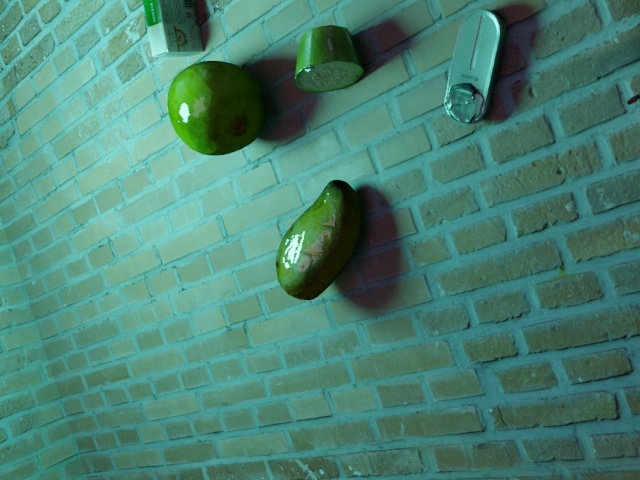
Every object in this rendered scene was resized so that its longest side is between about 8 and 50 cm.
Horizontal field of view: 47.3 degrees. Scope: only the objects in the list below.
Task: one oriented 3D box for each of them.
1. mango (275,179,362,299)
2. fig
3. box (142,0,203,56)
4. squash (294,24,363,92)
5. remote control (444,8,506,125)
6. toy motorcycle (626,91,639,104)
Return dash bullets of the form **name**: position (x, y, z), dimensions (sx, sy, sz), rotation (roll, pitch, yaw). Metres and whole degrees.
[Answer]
- **mango**: position (0.005, 0.006, 1.899), dimensions (0.176, 0.175, 0.329), rotation (37, 106, -9)
- **fig**: position (-0.296, -0.371, 1.996), dimensions (0.326, 0.258, 0.258), rotation (37, 125, 50)
- **box**: position (-0.426, -0.631, 2.103), dimensions (0.081, 0.135, 0.199), rotation (-5, 97, 42)
- **squash**: position (0.016, -0.441, 1.767), dimensions (0.170, 0.170, 0.123), rotation (-12, 82, 42)
- **remote control**: position (0.335, -0.372, 1.580), dimensions (0.104, 0.052, 0.247), rotation (26, 117, 34)
- **toy motorcycle**: position (0.660, -0.235, 1.317), dimensions (0.150, 0.102, 0.221), rotation (-33, 82, 19)
